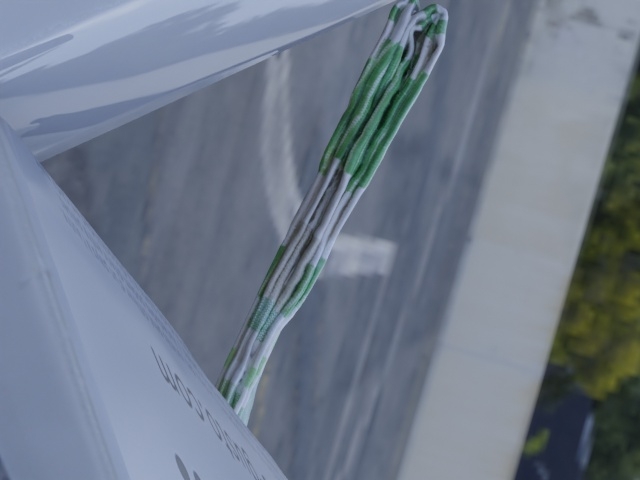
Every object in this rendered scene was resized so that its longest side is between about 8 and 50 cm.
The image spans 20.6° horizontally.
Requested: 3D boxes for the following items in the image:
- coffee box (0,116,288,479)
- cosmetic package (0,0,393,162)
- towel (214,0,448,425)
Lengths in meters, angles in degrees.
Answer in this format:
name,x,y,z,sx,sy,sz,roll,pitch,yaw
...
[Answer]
name,x,y,z,sx,sy,sz,roll,pitch,yaw
coffee box,-0.123,0.241,0.449,0.337,0.338,0.334,60,5,-62
cosmetic package,-0.115,-0.114,0.449,0.197,0.365,0.155,62,-9,3
towel,0.000,0.000,1.161,0.248,0.038,0.325,-43,158,-88
